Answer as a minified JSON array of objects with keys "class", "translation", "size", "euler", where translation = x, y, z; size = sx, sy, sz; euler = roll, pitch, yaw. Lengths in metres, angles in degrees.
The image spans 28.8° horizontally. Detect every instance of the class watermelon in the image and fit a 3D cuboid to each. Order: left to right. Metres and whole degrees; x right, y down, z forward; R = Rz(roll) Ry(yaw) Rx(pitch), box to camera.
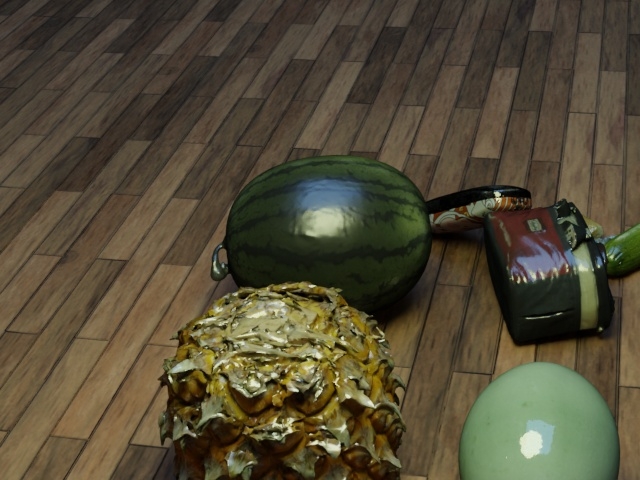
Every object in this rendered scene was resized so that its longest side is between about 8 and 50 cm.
[{"class":"watermelon","translation":[0.000,0.000,2.013],"size":[0.359,0.278,0.279],"euler":[-4,30,0]}]

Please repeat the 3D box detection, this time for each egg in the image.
[{"class":"egg","translation":[0.278,0.272,1.585],"size":[0.203,0.203,0.282],"euler":[5,36,14]}]

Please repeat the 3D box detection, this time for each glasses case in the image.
[{"class":"glasses case","translation":[0.261,-0.053,2.193],"size":[0.103,0.067,0.267],"euler":[-1,-7,-32]}]

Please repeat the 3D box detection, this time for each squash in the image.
[{"class":"squash","translation":[0.568,0.000,2.172],"size":[0.239,0.069,0.069],"euler":[-24,36,-32]}]

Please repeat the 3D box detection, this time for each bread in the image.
[{"class":"bread","translation":[0.459,-0.012,2.239],"size":[0.083,0.035,0.070],"euler":[-27,36,-24]}]

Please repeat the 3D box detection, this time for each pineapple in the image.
[{"class":"pineapple","translation":[-0.049,0.229,1.617],"size":[0.352,0.300,0.352],"euler":[-7,33,4]}]

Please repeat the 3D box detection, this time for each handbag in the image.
[{"class":"handbag","translation":[0.371,0.039,2.014],"size":[0.181,0.181,0.254],"euler":[-10,29,1]}]

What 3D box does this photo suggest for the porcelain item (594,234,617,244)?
[{"class":"porcelain item","translation":[0.496,0.009,2.202],"size":[0.083,0.028,0.036],"euler":[-14,29,-21]}]
